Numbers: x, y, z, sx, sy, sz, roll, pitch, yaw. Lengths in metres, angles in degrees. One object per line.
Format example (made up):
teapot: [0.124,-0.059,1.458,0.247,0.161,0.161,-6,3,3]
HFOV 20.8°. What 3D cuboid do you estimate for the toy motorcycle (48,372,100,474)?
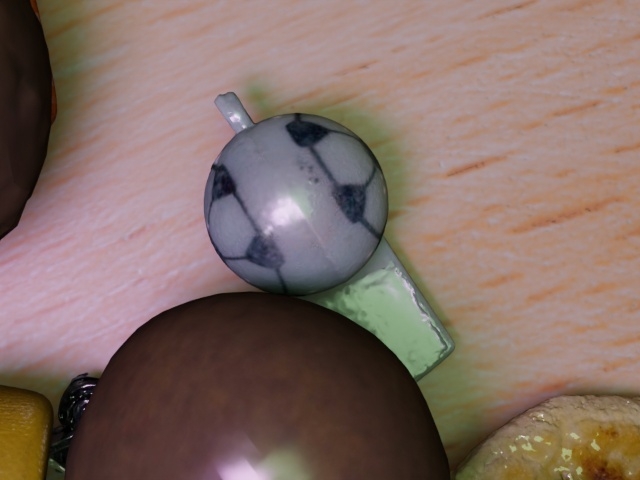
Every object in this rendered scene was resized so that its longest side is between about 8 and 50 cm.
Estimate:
toy motorcycle: [-0.254,0.220,1.453,0.263,0.091,0.157,-23,98,1]

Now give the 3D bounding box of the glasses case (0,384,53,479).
glasses case: [-0.295,0.294,1.334,0.141,0.173,0.371,7,103,-7]

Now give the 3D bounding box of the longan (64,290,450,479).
longan: [-0.045,0.180,1.328,0.297,0.297,0.297,0,90,-1]

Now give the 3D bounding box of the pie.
pie: [0.229,0.274,1.440,0.337,0.075,0.337,1,85,-15]

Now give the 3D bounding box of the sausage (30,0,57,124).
sausage: [-0.277,-0.247,1.467,0.053,0.053,0.348,-14,91,-1]

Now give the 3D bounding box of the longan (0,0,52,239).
longan: [-0.397,-0.121,1.303,0.391,0.391,0.391,0,90,-1]

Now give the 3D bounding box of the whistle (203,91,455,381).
whistle: [0.000,0.000,1.422,0.163,0.163,0.290,-34,90,-1]
